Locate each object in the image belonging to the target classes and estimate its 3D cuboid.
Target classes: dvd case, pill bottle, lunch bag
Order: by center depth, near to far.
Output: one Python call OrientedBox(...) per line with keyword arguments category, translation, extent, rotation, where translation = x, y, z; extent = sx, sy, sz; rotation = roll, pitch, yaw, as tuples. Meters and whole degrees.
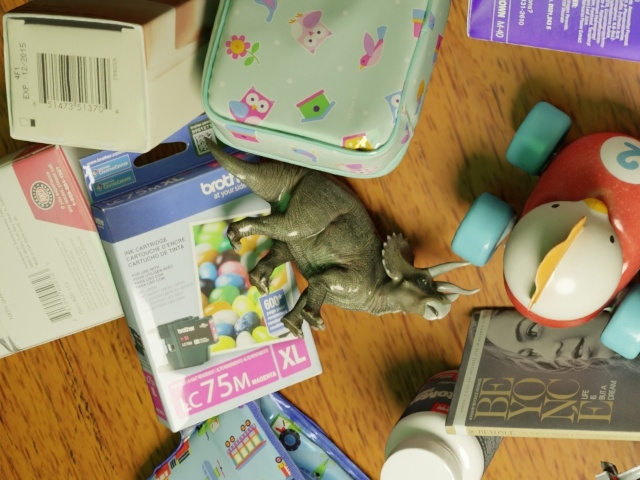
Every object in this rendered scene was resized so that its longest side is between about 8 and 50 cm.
OrientedBox(category="lunch bag", translation=(0.004, -0.213, 1.725), extent=(0.224, 0.108, 0.279), rotation=(12, 77, 12))
OrientedBox(category="dvd case", translation=(0.249, 0.135, 1.798), extent=(0.221, 0.164, 0.018), rotation=(-1, 134, 20))
OrientedBox(category="pill bottle", translation=(0.128, 0.218, 1.857), extent=(0.108, 0.180, 0.108), rotation=(6, 111, 17))
OrientedBox(category="lunch bag", translation=(-0.071, 0.312, 2.004), extent=(0.293, 0.138, 0.221), rotation=(48, 120, 9))

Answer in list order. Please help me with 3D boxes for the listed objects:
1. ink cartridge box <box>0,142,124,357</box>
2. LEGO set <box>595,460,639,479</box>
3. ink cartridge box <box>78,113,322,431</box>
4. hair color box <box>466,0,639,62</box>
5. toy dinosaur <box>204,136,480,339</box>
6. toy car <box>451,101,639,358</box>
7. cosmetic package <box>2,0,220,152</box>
OrientedBox(category="ink cartridge box", translation=(-0.345, 0.010, 1.987), extent=(0.283, 0.117, 0.207), rotation=(-18, 102, 24))
OrientedBox(category="LEGO set", translation=(0.434, 0.259, 1.748), extent=(0.331, 0.255, 0.192), rotation=(-31, 65, 28))
OrientedBox(category="ink cartridge box", translation=(-0.128, 0.030, 1.893), extent=(0.185, 0.065, 0.311), rotation=(-21, 102, -18))
OrientedBox(category="hair color box", translation=(0.323, -0.231, 1.622), extent=(0.339, 0.185, 0.110), rotation=(9, 112, 17))
OrientedBox(category="toy dinosaur", translation=(0.000, 0.000, 1.862), extent=(0.313, 0.160, 0.121), rotation=(45, 161, 10))
OrientedBox(category="toy car", translation=(0.248, -0.003, 1.684), extent=(0.219, 0.238, 0.210), rotation=(32, 101, 8))
OrientedBox(category="cosmetic package", translation=(-0.183, -0.194, 1.755), extent=(0.153, 0.296, 0.129), rotation=(6, 110, 16))
